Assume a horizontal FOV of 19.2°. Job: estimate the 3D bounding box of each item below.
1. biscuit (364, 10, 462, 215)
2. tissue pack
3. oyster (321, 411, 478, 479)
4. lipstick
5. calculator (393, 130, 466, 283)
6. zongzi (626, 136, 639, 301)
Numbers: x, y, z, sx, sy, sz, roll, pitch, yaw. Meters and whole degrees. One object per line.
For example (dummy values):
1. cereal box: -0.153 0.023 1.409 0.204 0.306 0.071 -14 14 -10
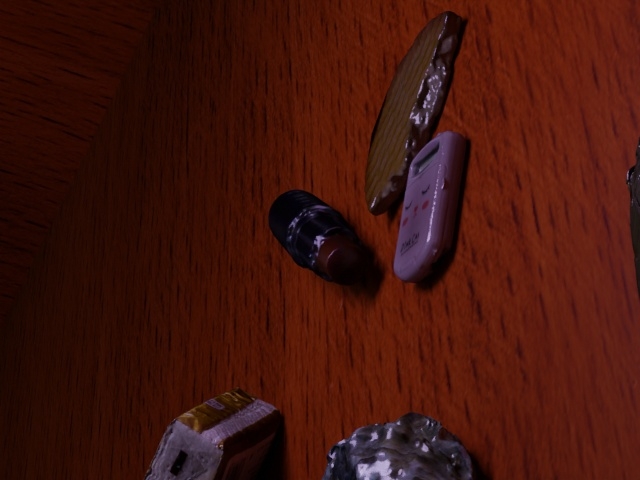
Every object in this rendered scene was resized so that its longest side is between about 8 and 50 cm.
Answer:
1. biscuit: 0.107 -0.149 2.140 0.228 0.031 0.176 -60 21 29
2. tissue pack: -0.136 0.280 2.215 0.183 0.092 0.226 -64 -10 12
3. oyster: 0.066 0.249 1.737 0.267 0.112 0.198 -28 46 62
4. lipstick: 0.000 0.000 2.237 0.299 0.081 0.081 -137 66 -72
5. calculator: 0.116 -0.037 1.997 0.100 0.032 0.175 138 146 -59
6. zongzi: 0.262 0.014 1.430 0.160 0.078 0.176 -119 46 -74
